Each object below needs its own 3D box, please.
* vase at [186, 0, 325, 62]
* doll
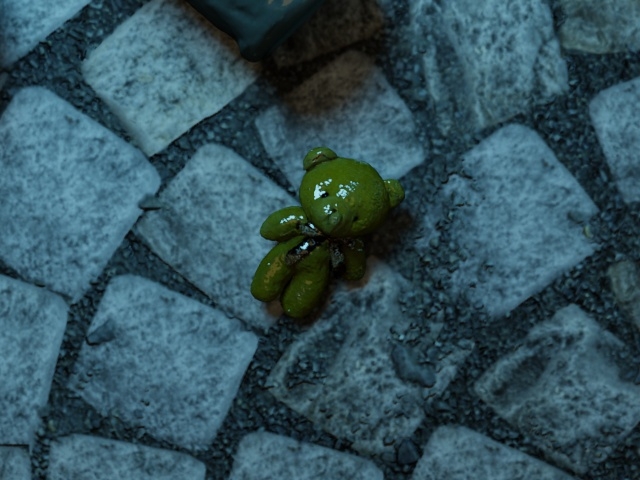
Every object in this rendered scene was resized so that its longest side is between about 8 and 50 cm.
[{"bbox_3d":[-0.112,-0.348,0.859,0.245,0.245,0.291,-44,101,7],"label":"vase"},{"bbox_3d":[0.000,0.000,0.942,0.137,0.097,0.209,27,102,-5],"label":"doll"}]
